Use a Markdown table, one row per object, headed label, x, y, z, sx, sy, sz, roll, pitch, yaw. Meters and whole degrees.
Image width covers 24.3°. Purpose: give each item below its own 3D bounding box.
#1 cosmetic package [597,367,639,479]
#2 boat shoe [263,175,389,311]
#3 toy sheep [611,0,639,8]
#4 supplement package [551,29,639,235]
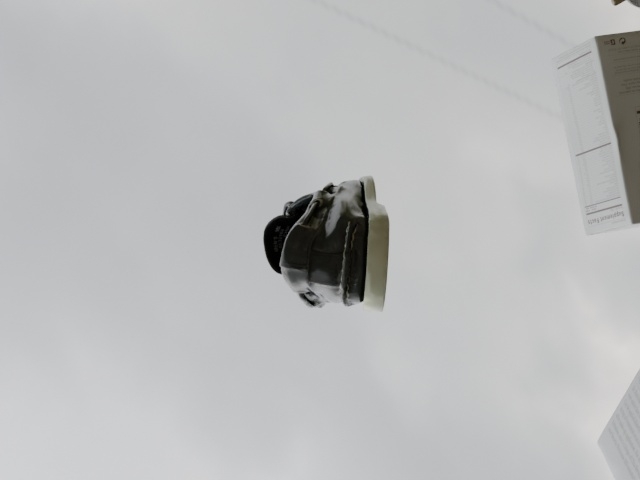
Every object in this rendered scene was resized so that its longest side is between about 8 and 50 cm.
| label | x | y | z | sx | sy | sz | roll | pitch | yaw |
| --- | --- | --- | --- | --- | --- | --- | --- | --- | --- |
| cosmetic package | 0.558 | 0.159 | 1.951 | 0.161 | 0.453 | 0.230 | 23 | -163 | -10 |
| boat shoe | 0.000 | 0.004 | 1.464 | 0.113 | 0.127 | 0.340 | 3 | -168 | -3 |
| toy sheep | 0.424 | -0.336 | 1.891 | 0.091 | 0.132 | 0.091 | 56 | 176 | 6 |
| supplement package | 0.408 | -0.141 | 1.934 | 0.133 | 0.139 | 0.244 | -10 | -93 | -17 |
